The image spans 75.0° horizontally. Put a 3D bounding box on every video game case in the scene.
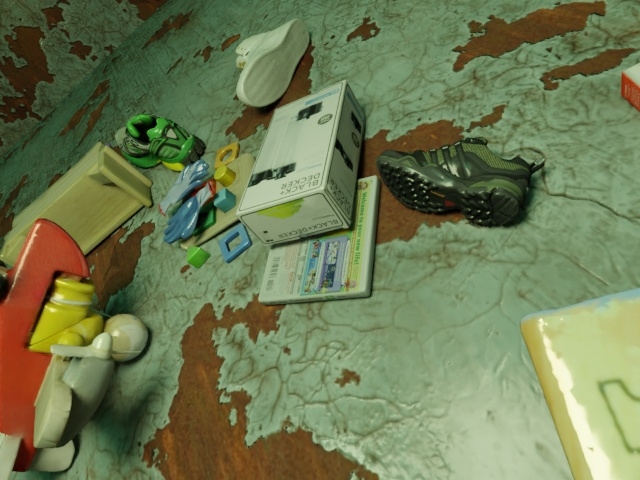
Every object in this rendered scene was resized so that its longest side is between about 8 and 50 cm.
[{"bbox_3d":[0.000,0.000,0.687,0.193,0.023,0.213,-10,54,30],"label":"video game case"}]

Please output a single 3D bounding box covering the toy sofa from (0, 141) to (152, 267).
[{"bbox_3d":[-0.616,-0.071,1.069,0.362,0.150,0.177,-39,41,5],"label":"toy sofa"}]

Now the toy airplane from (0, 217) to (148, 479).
[{"bbox_3d":[-0.440,0.207,0.715,0.386,0.272,0.384,62,140,34],"label":"toy airplane"}]

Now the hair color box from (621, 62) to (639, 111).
[{"bbox_3d":[0.432,-0.166,0.492,0.071,0.043,0.141,-24,48,19],"label":"hair color box"}]

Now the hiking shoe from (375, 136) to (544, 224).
[{"bbox_3d":[0.189,-0.098,0.599,0.226,0.086,0.114,25,62,37],"label":"hiking shoe"}]

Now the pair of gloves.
[{"bbox_3d":[-0.283,-0.083,0.883,0.159,0.023,0.198,-45,45,12],"label":"pair of gloves"}]

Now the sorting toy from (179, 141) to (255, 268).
[{"bbox_3d":[-0.225,-0.094,0.888,0.195,0.047,0.348,-27,48,17],"label":"sorting toy"}]

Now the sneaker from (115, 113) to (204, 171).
[{"bbox_3d":[-0.454,-0.282,1.107,0.343,0.146,0.134,12,67,40],"label":"sneaker"}]

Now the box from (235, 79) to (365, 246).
[{"bbox_3d":[-0.023,-0.140,0.729,0.169,0.087,0.290,-12,47,28],"label":"box"}]

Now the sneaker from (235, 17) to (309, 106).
[{"bbox_3d":[-0.156,-0.425,1.039,0.169,0.108,0.293,2,52,37],"label":"sneaker"}]

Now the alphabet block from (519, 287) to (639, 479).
[{"bbox_3d":[0.276,0.149,0.282,0.193,0.192,0.197,-22,49,23],"label":"alphabet block"}]
